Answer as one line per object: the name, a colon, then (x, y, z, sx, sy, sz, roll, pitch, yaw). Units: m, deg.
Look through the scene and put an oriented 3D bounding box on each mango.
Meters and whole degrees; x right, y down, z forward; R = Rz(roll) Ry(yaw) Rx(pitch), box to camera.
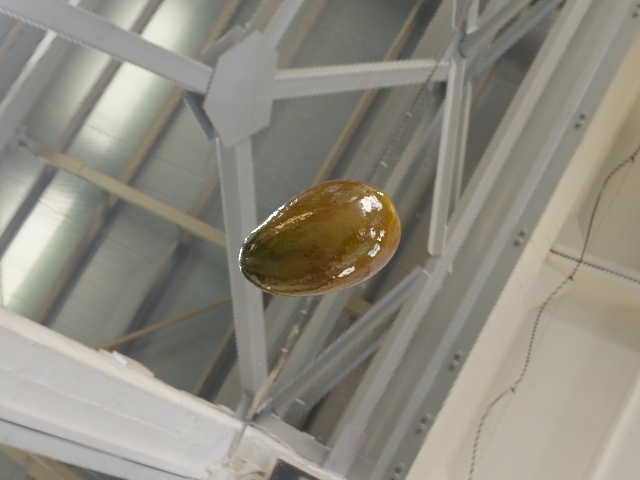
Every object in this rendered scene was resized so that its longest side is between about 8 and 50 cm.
mango: (0.006, 0.001, 1.054, 0.152, 0.120, 0.221, 21, -141, 39)
